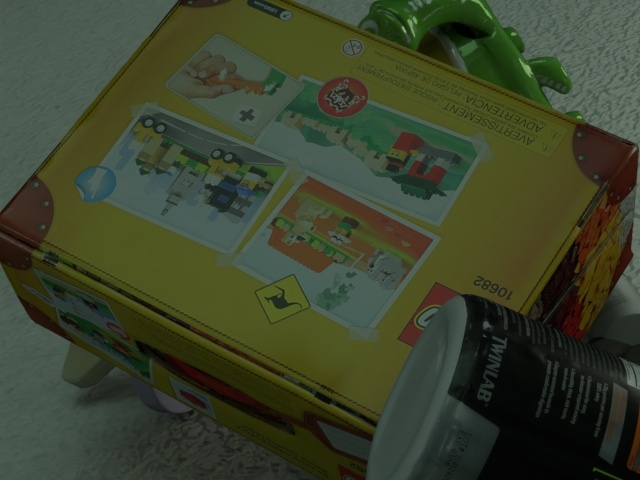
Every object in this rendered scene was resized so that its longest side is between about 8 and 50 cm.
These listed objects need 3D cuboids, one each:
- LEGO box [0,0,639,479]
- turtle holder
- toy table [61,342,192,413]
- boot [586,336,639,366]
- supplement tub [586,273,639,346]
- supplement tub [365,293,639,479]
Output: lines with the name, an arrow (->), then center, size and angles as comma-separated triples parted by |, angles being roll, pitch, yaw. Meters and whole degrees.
LEGO box -> 0.000, 0.000, 1.583 | 0.500, 0.193, 0.372 | 26, 65, 23
turtle holder -> 0.171, -0.176, 2.006 | 0.227, 0.243, 0.320 | -34, -10, 4
toy table -> -0.193, 0.049, 1.828 | 0.161, 0.252, 0.274 | 3, 59, 36
boot -> 0.362, 0.113, 1.580 | 0.222, 0.118, 0.338 | 5, 29, 40
supplement tub -> 0.305, 0.079, 1.703 | 0.071, 0.071, 0.107 | -15, 28, -3
supplement tub -> 0.209, 0.184, 1.268 | 0.316, 0.193, 0.193 | 25, 30, -7
